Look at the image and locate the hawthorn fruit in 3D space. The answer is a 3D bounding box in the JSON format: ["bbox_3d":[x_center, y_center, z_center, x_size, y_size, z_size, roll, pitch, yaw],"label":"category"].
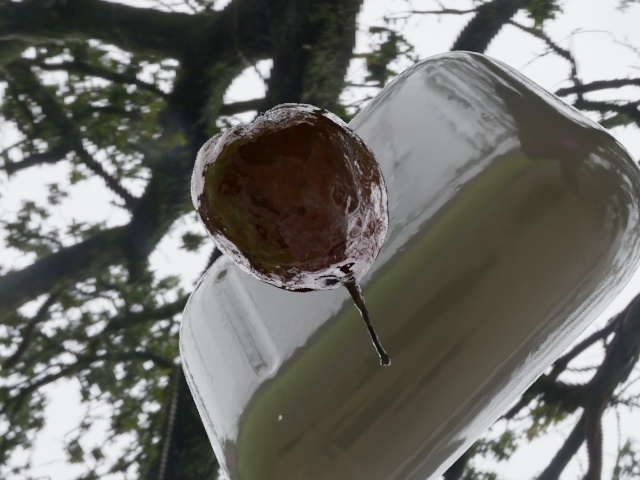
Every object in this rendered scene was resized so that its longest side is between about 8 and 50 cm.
[{"bbox_3d":[0.000,0.000,0.412,0.067,0.067,0.103,-34,-91,24],"label":"hawthorn fruit"}]

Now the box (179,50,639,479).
[{"bbox_3d":[0.052,0.030,0.830,0.349,0.288,0.141,-46,-58,6],"label":"box"}]
